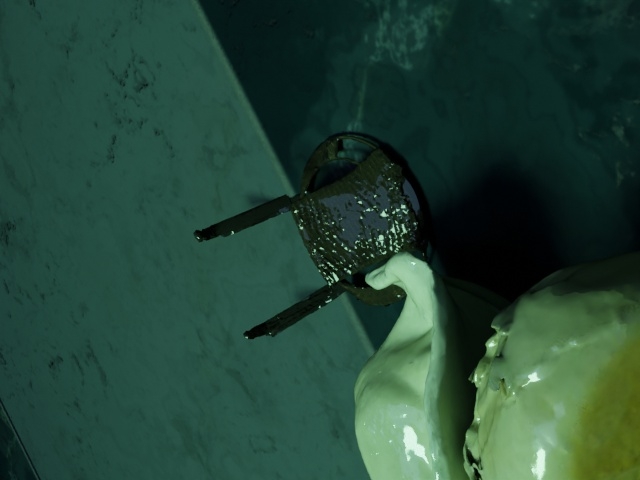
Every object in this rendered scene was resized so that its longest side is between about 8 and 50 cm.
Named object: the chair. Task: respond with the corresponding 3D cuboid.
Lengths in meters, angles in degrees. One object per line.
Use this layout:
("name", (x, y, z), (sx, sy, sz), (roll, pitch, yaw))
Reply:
("chair", (0.000, 0.000, 1.027), (0.213, 0.149, 0.174), (-26, 87, 8))

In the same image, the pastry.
("pastry", (0.225, 0.128, 0.731), (0.133, 0.264, 0.265), (-148, 43, -67))

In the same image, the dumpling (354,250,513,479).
("dumpling", (0.124, 0.154, 0.854), (0.243, 0.187, 0.318), (53, -155, -80))
